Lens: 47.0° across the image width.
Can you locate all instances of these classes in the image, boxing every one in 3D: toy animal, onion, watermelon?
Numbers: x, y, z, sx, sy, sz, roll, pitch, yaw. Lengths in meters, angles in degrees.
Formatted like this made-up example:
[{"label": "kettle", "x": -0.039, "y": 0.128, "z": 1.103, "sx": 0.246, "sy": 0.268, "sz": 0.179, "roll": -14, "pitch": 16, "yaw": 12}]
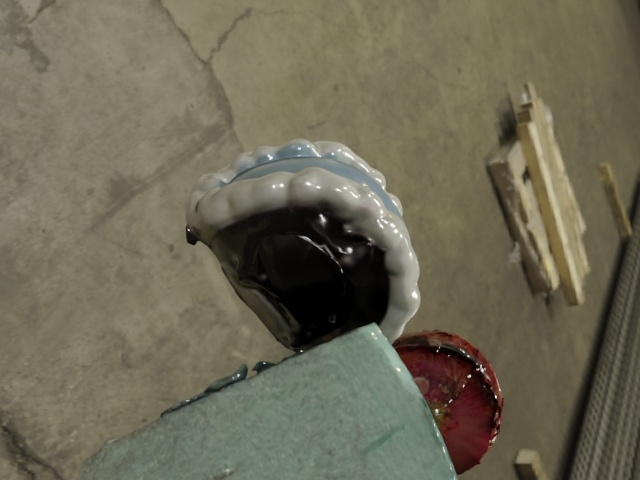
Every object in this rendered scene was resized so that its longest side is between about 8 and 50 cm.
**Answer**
[{"label": "toy animal", "x": 0.000, "y": 0.000, "z": 0.655, "sx": 0.208, "sy": 0.156, "sz": 0.204, "roll": 54, "pitch": 13, "yaw": -15}, {"label": "onion", "x": 0.124, "y": 0.194, "z": 0.861, "sx": 0.147, "sy": 0.183, "sz": 0.184, "roll": 29, "pitch": 56, "yaw": -69}, {"label": "watermelon", "x": -0.054, "y": 0.196, "z": 0.475, "sx": 0.258, "sy": 0.387, "sz": 0.229, "roll": -9, "pitch": 80, "yaw": -29}]
